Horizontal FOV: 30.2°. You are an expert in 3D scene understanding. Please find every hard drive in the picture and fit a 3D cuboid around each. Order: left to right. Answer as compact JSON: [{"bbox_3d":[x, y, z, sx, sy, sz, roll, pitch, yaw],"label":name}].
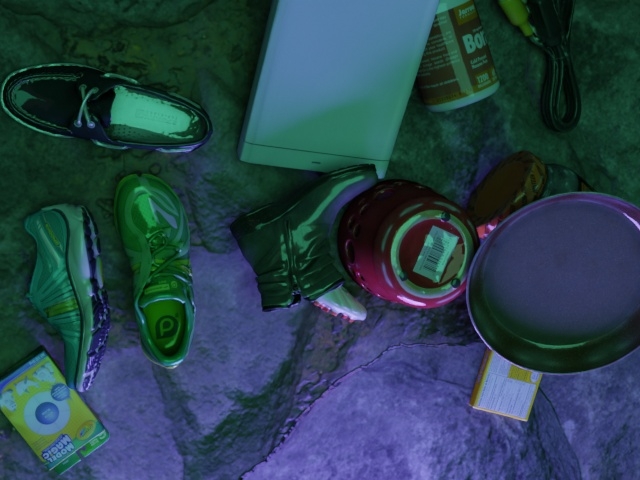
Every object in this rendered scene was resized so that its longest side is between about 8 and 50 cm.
[{"bbox_3d":[0.029,-0.262,1.728,0.233,0.047,0.353,6,121,-17],"label":"hard drive"}]

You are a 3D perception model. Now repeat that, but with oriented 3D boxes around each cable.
[{"bbox_3d":[0.367,-0.320,1.903,0.139,0.072,0.287,-35,120,-26],"label":"cable"}]

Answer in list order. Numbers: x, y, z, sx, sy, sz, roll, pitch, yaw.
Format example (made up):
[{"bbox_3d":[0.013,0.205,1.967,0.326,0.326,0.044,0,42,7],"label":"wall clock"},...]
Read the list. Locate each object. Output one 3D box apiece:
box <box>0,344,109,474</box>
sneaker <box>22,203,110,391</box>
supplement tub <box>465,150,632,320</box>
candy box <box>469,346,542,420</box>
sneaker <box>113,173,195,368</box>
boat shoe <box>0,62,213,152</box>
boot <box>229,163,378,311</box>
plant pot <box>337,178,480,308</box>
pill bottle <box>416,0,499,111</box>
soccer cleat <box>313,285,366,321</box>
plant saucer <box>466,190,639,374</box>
[{"bbox_3d":[-0.400,0.257,1.759,0.105,0.043,0.179,-36,108,-8],"label":"box"},{"bbox_3d":[-0.370,0.084,1.727,0.110,0.107,0.275,-5,96,4],"label":"sneaker"},{"bbox_3d":[0.390,0.011,1.873,0.316,0.193,0.193,38,87,-17],"label":"supplement tub"},{"bbox_3d":[0.325,0.190,1.968,0.105,0.027,0.206,17,93,-16],"label":"candy box"},{"bbox_3d":[-0.229,0.046,1.733,0.109,0.123,0.295,-13,101,-14],"label":"sneaker"},{"bbox_3d":[-0.301,-0.190,1.692,0.302,0.091,0.114,4,97,-17],"label":"boat shoe"},{"bbox_3d":[0.000,0.000,1.768,0.246,0.083,0.161,-27,80,2],"label":"boot"},{"bbox_3d":[0.137,0.006,1.811,0.191,0.174,0.191,-2,98,-14],"label":"plant pot"},{"bbox_3d":[0.185,-0.313,1.800,0.121,0.121,0.216,-23,105,-12],"label":"pill bottle"},{"bbox_3d":[-0.003,0.060,1.834,0.196,0.068,0.076,30,86,-15],"label":"soccer cleat"},{"bbox_3d":[0.369,0.058,1.761,0.311,0.050,0.310,0,119,0],"label":"plant saucer"}]
